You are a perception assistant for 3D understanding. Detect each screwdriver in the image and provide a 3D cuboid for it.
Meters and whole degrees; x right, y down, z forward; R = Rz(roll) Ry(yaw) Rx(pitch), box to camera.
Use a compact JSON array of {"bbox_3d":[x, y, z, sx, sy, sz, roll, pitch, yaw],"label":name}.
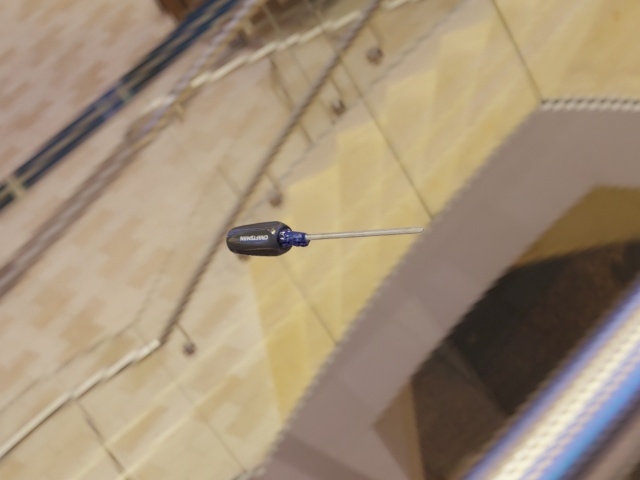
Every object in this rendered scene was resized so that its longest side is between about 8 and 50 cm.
[{"bbox_3d":[0.000,0.000,1.016,0.170,0.024,0.025,2,55,46],"label":"screwdriver"}]
